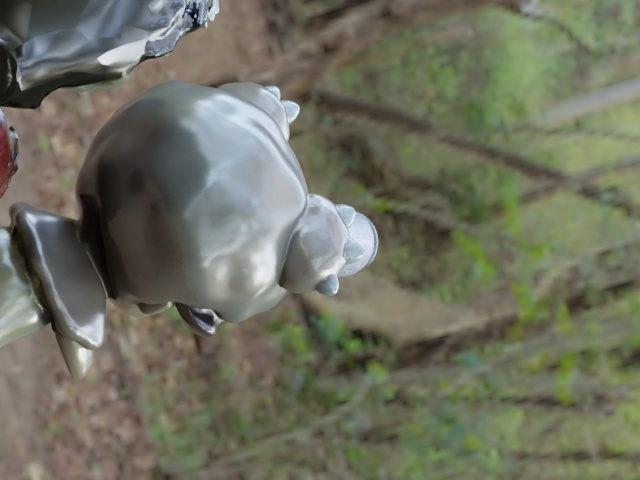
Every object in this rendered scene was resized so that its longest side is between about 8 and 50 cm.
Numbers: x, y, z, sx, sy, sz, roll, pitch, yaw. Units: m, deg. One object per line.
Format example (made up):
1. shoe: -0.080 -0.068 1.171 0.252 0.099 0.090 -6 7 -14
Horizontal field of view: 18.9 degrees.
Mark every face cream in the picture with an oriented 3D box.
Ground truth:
1. face cream: 0.000 0.000 1.951 0.229 0.075 0.075 5 68 -68

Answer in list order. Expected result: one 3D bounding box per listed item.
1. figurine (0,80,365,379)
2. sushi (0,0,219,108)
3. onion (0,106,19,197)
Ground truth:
1. figurine: -0.170 -0.009 1.663 0.203 0.380 0.248 80 -13 -50
2. sushi: -0.242 -0.272 1.381 0.329 0.328 0.285 -57 142 -47
3. onion: -0.346 -0.088 1.596 0.184 0.147 0.184 34 -39 33
